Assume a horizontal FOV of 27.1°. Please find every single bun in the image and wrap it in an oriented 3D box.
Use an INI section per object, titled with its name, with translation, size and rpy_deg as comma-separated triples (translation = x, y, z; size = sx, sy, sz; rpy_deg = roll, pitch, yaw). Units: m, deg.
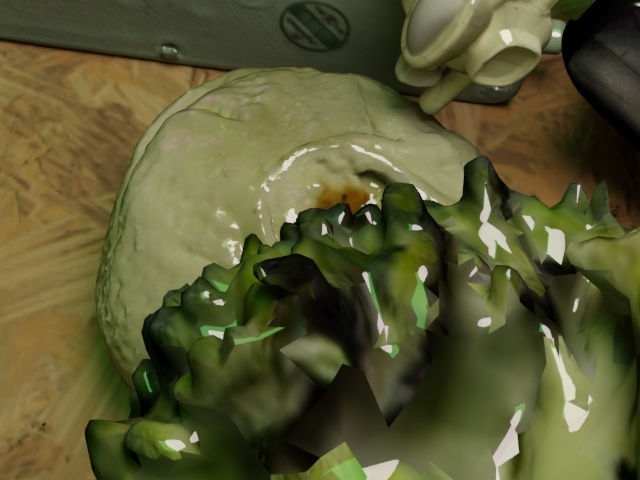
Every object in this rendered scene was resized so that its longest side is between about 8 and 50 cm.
[bun]
translation = 0.000, 0.000, 0.691
size = 0.244, 0.153, 0.244
rpy_deg = 3, 57, -5

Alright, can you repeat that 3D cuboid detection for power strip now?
[power strip]
translation = -0.042, -0.149, 0.802
size = 0.385, 0.091, 0.062
rpy_deg = 7, 58, 0

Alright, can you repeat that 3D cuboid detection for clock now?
[clock]
translation = 0.162, -0.133, 0.709
size = 0.379, 0.120, 0.276
rpy_deg = 31, 45, -13

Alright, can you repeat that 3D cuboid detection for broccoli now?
[broccoli]
translation = 0.051, 0.157, 0.498
size = 0.293, 0.281, 0.347
rpy_deg = -15, 105, -7
